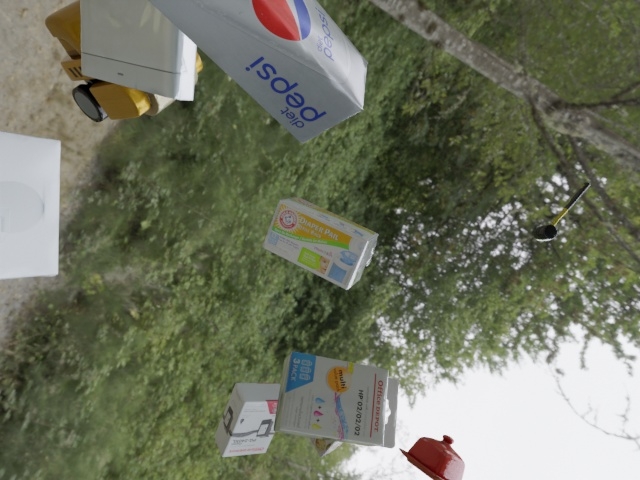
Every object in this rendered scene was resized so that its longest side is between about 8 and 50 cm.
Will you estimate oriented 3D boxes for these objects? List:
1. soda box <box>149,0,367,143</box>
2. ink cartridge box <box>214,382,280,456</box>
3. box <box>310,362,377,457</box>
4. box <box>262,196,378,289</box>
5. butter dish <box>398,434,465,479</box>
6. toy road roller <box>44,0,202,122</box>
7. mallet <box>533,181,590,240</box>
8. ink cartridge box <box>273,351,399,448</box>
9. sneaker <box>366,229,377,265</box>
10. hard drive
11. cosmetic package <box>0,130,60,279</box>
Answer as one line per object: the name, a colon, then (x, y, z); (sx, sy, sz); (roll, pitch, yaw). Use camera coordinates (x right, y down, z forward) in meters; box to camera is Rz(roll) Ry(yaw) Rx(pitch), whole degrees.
soda box: (-0.072, -0.236, 0.514); (0.098, 0.286, 0.091); (-22, -135, 35)
ink cartridge box: (-0.149, 0.384, 1.055); (0.063, 0.109, 0.150); (44, -63, 51)
box: (0.060, 0.411, 1.170); (0.067, 0.063, 0.324); (53, -43, 29)
box: (0.000, 0.000, 1.024); (0.114, 0.203, 0.103); (-69, 166, 15)
butter dish: (0.327, 0.589, 1.343); (0.118, 0.160, 0.160); (-57, -149, -12)
toy road roller: (-0.457, -0.418, 1.102); (0.329, 0.240, 0.202); (11, -130, 39)
mallet: (0.607, -0.071, 1.234); (0.190, 0.039, 0.062); (-47, 177, -12)
ink cartridge box: (0.034, 0.227, 0.692); (0.061, 0.181, 0.104); (122, -21, -63)
sneaker: (0.088, 0.011, 1.159); (0.170, 0.071, 0.068); (-105, -150, -77)
hard drive: (-0.247, -0.389, 0.660); (0.047, 0.233, 0.353); (-16, 122, -51)
cosmetic package: (-0.536, -0.054, 0.733); (0.224, 0.138, 0.224); (-1, 95, -61)
